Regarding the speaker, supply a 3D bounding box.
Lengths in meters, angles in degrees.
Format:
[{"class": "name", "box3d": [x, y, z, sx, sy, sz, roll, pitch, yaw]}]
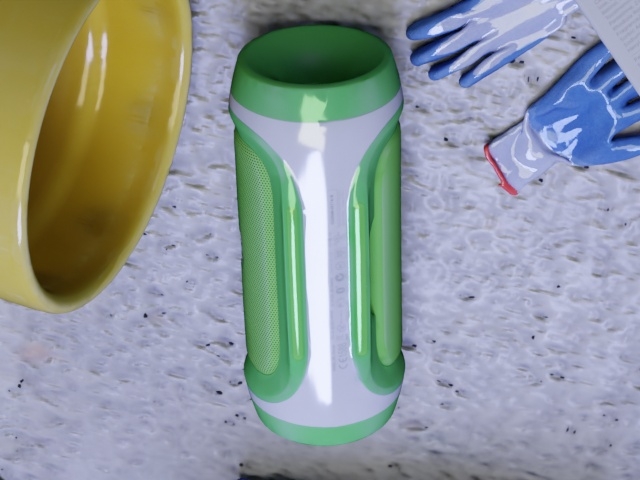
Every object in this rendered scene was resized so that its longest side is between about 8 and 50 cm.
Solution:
[{"class": "speaker", "box3d": [0.000, 0.000, 1.351, 0.131, 0.131, 0.296, 2, 120, 6]}]

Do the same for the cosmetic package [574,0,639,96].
[{"class": "cosmetic package", "box3d": [0.210, -0.171, 1.171, 0.085, 0.117, 0.231, -37, 75, 25]}]

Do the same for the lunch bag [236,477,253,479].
[{"class": "lunch bag", "box3d": [0.059, 0.393, 1.428, 0.328, 0.385, 0.239, 3, 120, 4]}]

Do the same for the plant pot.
[{"class": "plant pot", "box3d": [-0.245, -0.103, 1.267, 0.239, 0.254, 0.254, 18, 122, 15]}]

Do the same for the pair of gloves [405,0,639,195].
[{"class": "pair of gloves", "box3d": [0.159, -0.125, 1.321, 0.159, 0.023, 0.198, -29, 114, 21]}]
